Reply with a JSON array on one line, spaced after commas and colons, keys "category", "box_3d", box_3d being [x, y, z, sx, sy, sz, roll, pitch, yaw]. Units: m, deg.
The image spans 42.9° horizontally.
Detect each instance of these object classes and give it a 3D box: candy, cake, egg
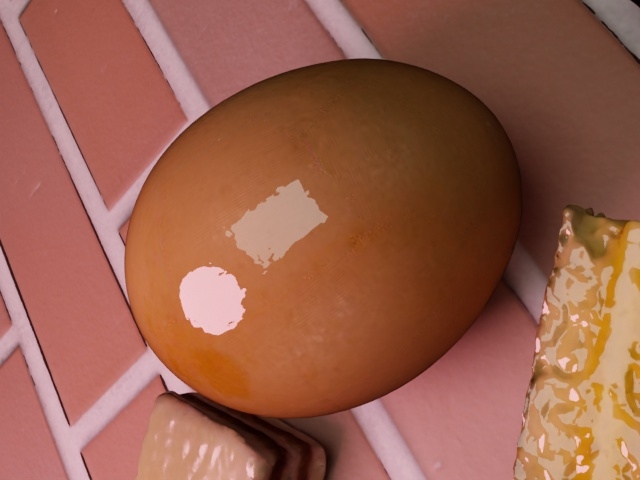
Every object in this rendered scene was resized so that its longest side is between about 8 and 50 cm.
[{"category": "candy", "box_3d": [-0.117, 0.339, 0.881, 0.179, 0.135, 0.321, 14, 90, 37]}, {"category": "cake", "box_3d": [0.310, 0.107, 0.544, 0.286, 0.222, 0.228, 11, 92, 36]}, {"category": "egg", "box_3d": [0.000, 0.000, 0.736, 0.373, 0.301, 0.301, -23, 71, 27]}]

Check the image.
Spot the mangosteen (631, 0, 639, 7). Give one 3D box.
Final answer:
[{"category": "mangosteen", "box_3d": [0.312, -0.260, 0.635, 0.172, 0.172, 0.184, 27, 81, 35]}]
